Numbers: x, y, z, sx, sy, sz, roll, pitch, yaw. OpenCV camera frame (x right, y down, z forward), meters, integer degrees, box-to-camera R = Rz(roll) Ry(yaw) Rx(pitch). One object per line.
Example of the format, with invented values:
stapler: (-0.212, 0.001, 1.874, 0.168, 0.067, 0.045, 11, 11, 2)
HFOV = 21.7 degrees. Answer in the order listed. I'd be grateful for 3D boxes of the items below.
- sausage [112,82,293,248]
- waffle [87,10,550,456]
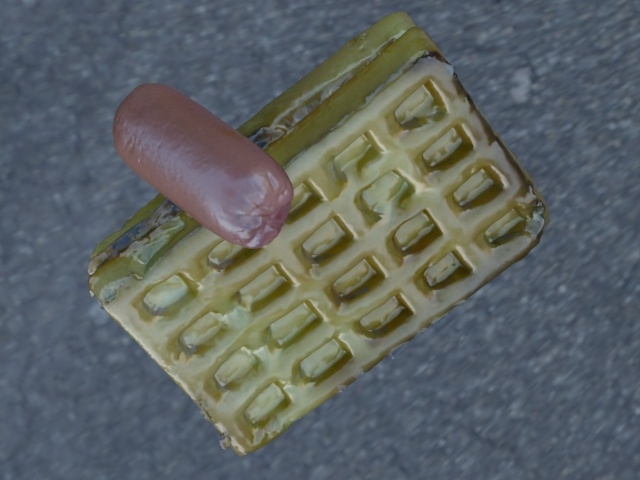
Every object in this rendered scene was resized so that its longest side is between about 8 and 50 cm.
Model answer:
sausage: (-0.076, -0.049, 1.072, 0.154, 0.062, 0.062, 36, 122, 40)
waffle: (0.000, 0.000, 1.312, 0.327, 0.098, 0.224, -37, 120, 2)
